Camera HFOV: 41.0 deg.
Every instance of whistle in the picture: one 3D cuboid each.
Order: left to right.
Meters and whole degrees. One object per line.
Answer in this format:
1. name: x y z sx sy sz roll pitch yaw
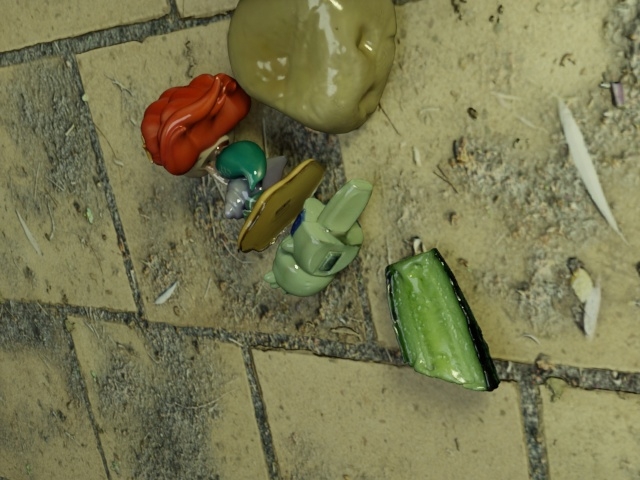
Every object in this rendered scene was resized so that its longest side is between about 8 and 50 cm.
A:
1. whistle: 0.000 0.000 1.184 0.244 0.110 0.092 -57 37 40

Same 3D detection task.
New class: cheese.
1. cheese: -0.009 -0.236 1.073 0.235 0.117 0.217 -28 93 45

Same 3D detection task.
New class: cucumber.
1. cucumber: 0.160 0.107 1.118 0.115 0.086 0.192 -25 87 41

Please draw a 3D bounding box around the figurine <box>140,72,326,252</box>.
1. figurine: -0.138 -0.129 1.180 0.257 0.208 0.181 39 104 14
